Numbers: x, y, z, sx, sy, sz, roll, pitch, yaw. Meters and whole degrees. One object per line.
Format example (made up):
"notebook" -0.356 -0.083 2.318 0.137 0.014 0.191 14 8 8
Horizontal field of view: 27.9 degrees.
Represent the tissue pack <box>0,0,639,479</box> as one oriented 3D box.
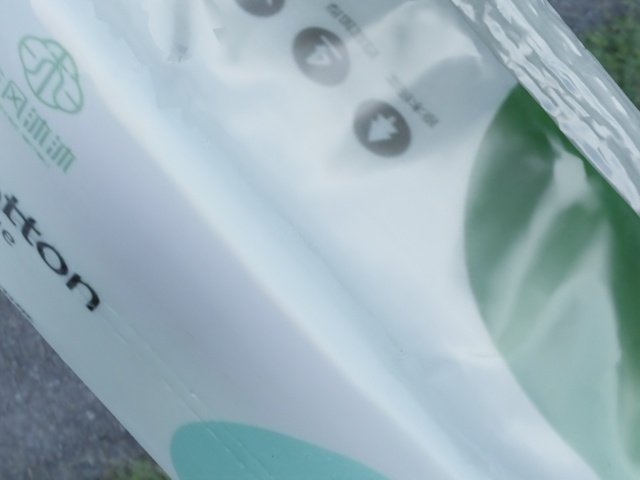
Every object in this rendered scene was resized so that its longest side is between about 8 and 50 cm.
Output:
"tissue pack" -0.001 0.001 0.556 0.356 0.266 0.194 48 60 -4
